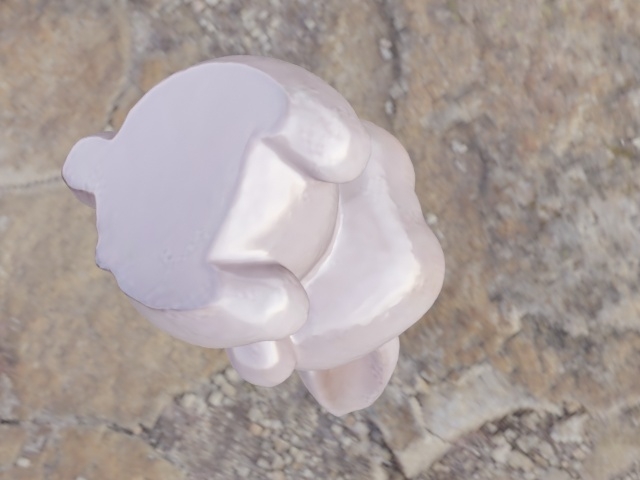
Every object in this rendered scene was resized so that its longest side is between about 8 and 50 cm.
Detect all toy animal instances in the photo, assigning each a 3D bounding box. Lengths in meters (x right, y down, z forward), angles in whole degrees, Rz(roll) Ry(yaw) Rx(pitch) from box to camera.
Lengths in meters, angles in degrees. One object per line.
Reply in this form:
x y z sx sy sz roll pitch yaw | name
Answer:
0.002 0.000 0.592 0.124 0.212 0.124 -7 74 26 | toy animal
